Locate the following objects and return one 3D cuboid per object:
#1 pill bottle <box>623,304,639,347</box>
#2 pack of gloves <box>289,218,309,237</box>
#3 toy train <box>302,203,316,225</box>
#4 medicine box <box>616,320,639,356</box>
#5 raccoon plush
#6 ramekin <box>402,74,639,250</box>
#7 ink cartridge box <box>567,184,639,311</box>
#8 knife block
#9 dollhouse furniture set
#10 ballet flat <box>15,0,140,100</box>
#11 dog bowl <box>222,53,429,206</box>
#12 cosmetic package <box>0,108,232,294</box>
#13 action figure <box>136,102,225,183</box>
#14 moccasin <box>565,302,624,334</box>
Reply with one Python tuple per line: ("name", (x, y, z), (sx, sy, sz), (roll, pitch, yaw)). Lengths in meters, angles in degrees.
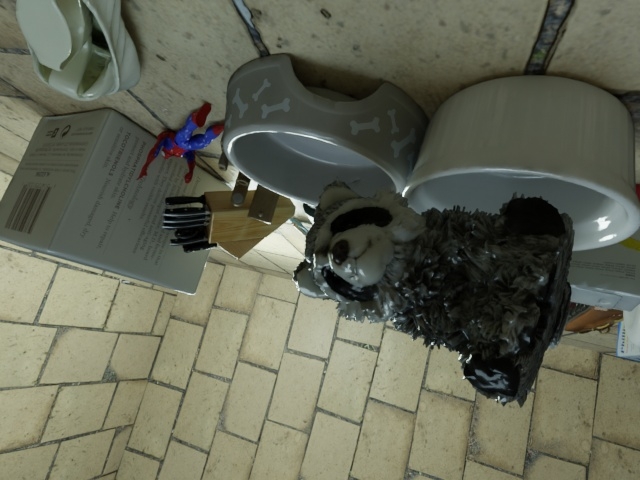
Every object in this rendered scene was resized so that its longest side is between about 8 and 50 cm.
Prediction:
("pill bottle", (0.795, 0.140, 0.790), (0.323, 0.181, 0.181), (3, 163, 25))
("pack of gloves", (0.000, 0.000, 1.309), (0.232, 0.046, 0.195), (42, -178, -16))
("toy train", (0.060, -0.048, 0.987), (0.190, 0.142, 0.334), (21, 170, 19))
("medicine box", (1.137, 0.322, 1.281), (0.264, 0.149, 0.289), (11, 166, 18))
("raccoon plush", (0.162, 0.080, 0.581), (0.299, 0.216, 0.446), (16, 162, 36))
("ramekin", (0.259, -0.090, 0.547), (0.277, 0.135, 0.277), (14, 167, 3))
("ink cartridge box", (0.453, 0.013, 0.671), (0.127, 0.176, 0.128), (7, 165, 31))
("knife block", (-0.230, -0.071, 0.984), (0.242, 0.276, 0.088), (46, -172, -50))
("dollhouse furniture set", (-0.155, -0.129, 0.888), (0.144, 0.123, 0.151), (17, 167, -7))
("ballet flat", (-0.310, -0.256, 0.507), (0.139, 0.139, 0.400), (20, 167, -20))
("dog bowl", (0.000, -0.148, 0.680), (0.349, 0.102, 0.349), (14, 167, 3))
("cosmetic package", (-0.517, -0.081, 1.058), (0.329, 0.327, 0.394), (7, 165, 32))
("action figure", (-0.283, -0.174, 0.835), (0.091, 0.139, 0.280), (26, 166, -35))
("moccasin", (0.827, 0.209, 1.224), (0.147, 0.139, 0.380), (20, 160, 19))
